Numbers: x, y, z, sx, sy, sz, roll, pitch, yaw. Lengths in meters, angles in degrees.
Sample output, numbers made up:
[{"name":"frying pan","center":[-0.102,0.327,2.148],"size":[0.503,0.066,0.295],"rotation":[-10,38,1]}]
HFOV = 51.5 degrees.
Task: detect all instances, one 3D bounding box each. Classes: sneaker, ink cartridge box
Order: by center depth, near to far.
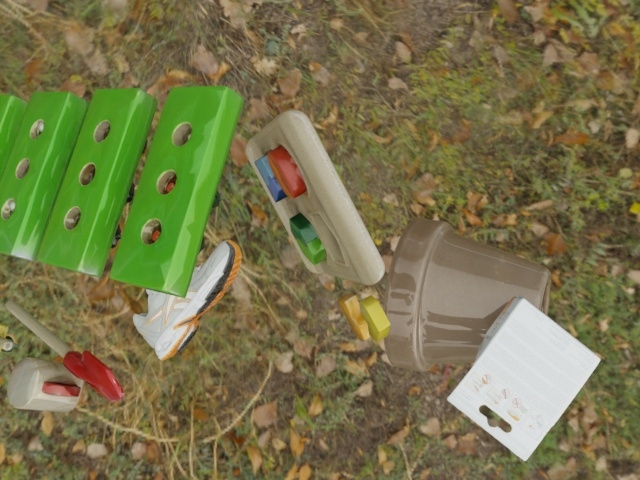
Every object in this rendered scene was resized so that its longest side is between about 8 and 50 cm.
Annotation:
[{"name":"ink cartridge box","center":[0.282,0.192,0.933],"size":[0.145,0.045,0.179],"rotation":[38,89,-2]},{"name":"sneaker","center":[-0.250,0.090,1.193],"size":[0.121,0.099,0.262],"rotation":[40,103,8]}]

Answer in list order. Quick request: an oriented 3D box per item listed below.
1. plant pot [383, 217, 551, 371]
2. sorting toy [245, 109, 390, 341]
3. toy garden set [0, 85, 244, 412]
[{"name":"plant pot","center":[0.252,0.105,1.098],"size":[0.229,0.263,0.263],"rotation":[9,113,24]},{"name":"sorting toy","center":[0.000,0.000,0.816],"size":[0.041,0.229,0.307],"rotation":[-30,98,-16]},{"name":"toy garden set","center":[-0.158,0.012,0.404],"size":[0.049,0.244,0.204],"rotation":[28,74,-53]}]
